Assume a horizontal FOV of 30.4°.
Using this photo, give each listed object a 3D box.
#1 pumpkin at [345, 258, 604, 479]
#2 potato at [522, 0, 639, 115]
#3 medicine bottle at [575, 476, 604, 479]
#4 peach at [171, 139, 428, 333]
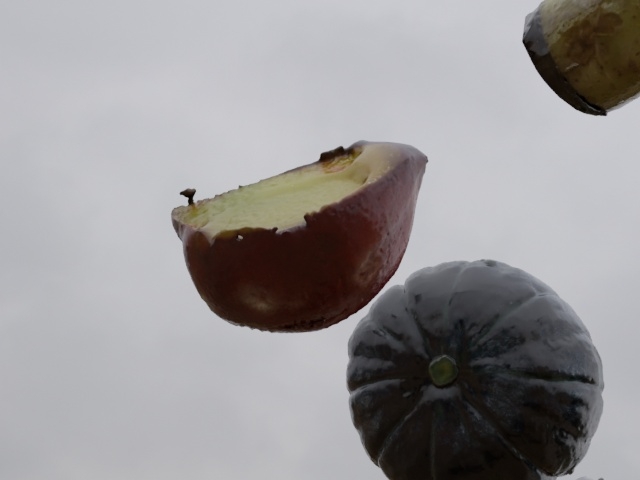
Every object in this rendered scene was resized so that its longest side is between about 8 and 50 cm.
[{"bbox_3d":[0.215,0.207,1.659,0.363,0.363,0.266,7,-13,22],"label":"pumpkin"},{"bbox_3d":[0.196,-0.134,0.743,0.096,0.066,0.103,29,-49,-19],"label":"potato"},{"bbox_3d":[0.317,0.316,1.154,0.191,0.107,0.107,33,-12,40],"label":"medicine bottle"},{"bbox_3d":[-0.001,0.006,1.199,0.267,0.159,0.154,-20,-61,-5],"label":"peach"}]
